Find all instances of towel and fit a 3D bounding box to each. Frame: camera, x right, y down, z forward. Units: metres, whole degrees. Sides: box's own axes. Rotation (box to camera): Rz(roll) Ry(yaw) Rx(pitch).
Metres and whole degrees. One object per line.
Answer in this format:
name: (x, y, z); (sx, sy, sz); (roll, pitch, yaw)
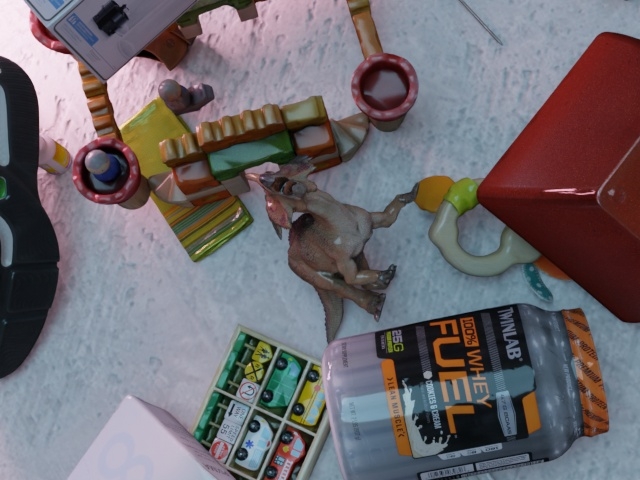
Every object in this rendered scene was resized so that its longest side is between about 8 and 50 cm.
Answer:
towel: (-0.196, -0.088, 1.755); (0.102, 0.021, 0.237); (-37, 72, 2)

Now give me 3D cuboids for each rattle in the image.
rattle: (0.221, -0.001, 1.637); (0.200, 0.143, 0.130); (24, 74, -19)

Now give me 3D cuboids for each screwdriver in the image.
screwdriver: (0.195, -0.328, 1.725); (0.025, 0.024, 0.170); (-38, 76, -28)

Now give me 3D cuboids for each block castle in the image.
block castle: (-0.121, -0.228, 1.635); (0.453, 0.213, 0.303); (-17, 82, 2)

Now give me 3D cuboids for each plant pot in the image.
plant pot: (0.386, -0.069, 1.453); (0.267, 0.236, 0.267); (39, 87, -10)

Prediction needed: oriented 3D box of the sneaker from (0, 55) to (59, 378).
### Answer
sneaker: (-0.484, -0.042, 1.762); (0.257, 0.169, 0.447); (21, 111, 58)

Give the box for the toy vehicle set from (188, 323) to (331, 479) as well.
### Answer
toy vehicle set: (-0.086, 0.262, 1.638); (0.166, 0.035, 0.266); (21, 82, 17)

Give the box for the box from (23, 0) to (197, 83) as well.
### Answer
box: (-0.204, -0.337, 1.493); (0.290, 0.169, 0.087); (-42, 68, -2)

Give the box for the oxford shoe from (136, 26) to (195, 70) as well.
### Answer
oxford shoe: (-0.285, -0.307, 1.801); (0.212, 0.076, 0.076); (28, 89, 16)

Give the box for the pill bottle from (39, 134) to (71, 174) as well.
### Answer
pill bottle: (-0.385, -0.123, 1.773); (0.043, 0.083, 0.043); (-3, 76, 12)

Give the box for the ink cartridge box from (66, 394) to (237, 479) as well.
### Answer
ink cartridge box: (-0.197, 0.418, 1.526); (0.385, 0.091, 0.308); (37, 91, 40)

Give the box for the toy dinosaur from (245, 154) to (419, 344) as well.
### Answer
toy dinosaur: (0.000, 0.000, 1.584); (0.200, 0.295, 0.127); (17, 49, 5)

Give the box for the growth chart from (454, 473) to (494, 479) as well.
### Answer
growth chart: (0.123, 0.356, 1.576); (0.237, 0.021, 0.172); (-28, 73, 5)

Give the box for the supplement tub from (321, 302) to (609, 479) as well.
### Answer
supplement tub: (0.171, 0.184, 1.510); (0.316, 0.193, 0.193); (-12, 74, 5)
